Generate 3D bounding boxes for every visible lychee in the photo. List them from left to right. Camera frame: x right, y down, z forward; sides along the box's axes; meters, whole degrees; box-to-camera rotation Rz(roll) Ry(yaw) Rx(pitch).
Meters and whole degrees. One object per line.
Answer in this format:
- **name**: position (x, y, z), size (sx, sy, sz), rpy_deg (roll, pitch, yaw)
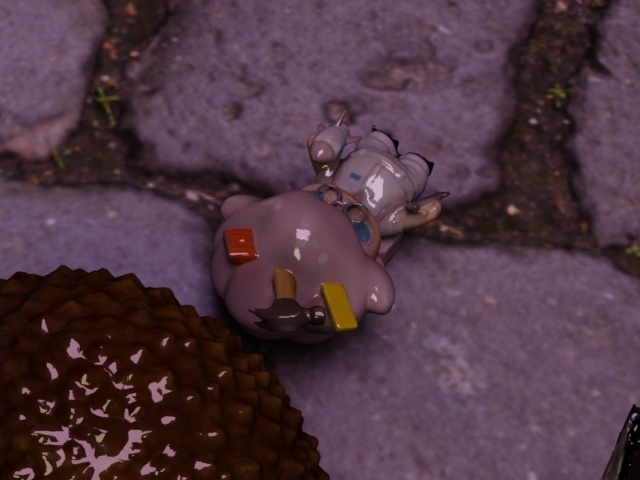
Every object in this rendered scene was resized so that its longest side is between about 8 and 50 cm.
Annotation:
- **lychee**: position (-0.123, 0.146, 1.120), size (0.267, 0.267, 0.267), rpy_deg (3, 58, -4)

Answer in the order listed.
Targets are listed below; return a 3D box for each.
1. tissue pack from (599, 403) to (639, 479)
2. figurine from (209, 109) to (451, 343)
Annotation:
- **tissue pack**: position (0.311, 0.264, 1.109), size (0.370, 0.198, 0.210), rpy_deg (15, 61, 5)
- **figurine**: position (0.000, 0.000, 1.300), size (0.137, 0.112, 0.229), rpy_deg (36, 48, 7)
